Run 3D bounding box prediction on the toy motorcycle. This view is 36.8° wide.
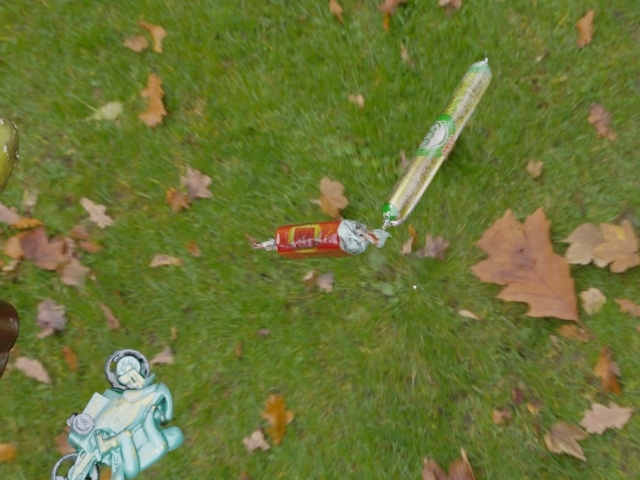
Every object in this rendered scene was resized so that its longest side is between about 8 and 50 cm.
[{"bbox_3d":[-0.356,0.352,1.742,0.198,0.109,0.296,30,59,-3],"label":"toy motorcycle"}]

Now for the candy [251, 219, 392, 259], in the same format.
[{"bbox_3d":[0.000,-0.001,1.713,0.292,0.086,0.059,-5,76,29],"label":"candy"}]

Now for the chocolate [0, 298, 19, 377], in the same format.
[{"bbox_3d":[-0.466,0.142,1.293,0.125,0.080,0.148,18,91,36],"label":"chocolate"}]

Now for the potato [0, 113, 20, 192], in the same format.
[{"bbox_3d":[-0.584,-0.100,1.598,0.113,0.149,0.251,27,76,-36],"label":"potato"}]

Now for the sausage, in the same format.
[{"bbox_3d":[0.133,-0.111,1.071,0.033,0.033,0.269,30,63,6],"label":"sausage"}]
